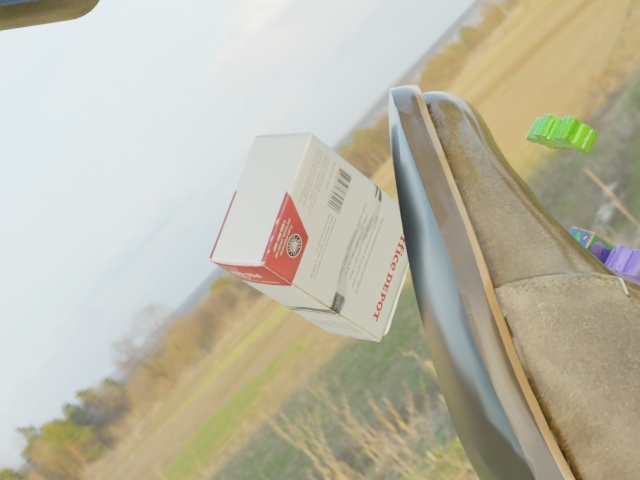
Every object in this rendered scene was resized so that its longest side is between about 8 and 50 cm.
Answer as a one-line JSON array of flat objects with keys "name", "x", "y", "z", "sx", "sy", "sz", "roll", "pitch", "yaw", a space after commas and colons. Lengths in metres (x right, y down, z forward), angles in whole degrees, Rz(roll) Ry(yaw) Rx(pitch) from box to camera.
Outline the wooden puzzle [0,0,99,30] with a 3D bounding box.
[{"name": "wooden puzzle", "x": -0.251, "y": -0.204, "z": 0.522, "sx": 0.322, "sy": 0.080, "sz": 0.348, "roll": -14, "pitch": -24, "yaw": -22}]

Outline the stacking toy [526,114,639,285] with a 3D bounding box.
[{"name": "stacking toy", "x": 0.174, "y": 0.012, "z": 0.648, "sx": 0.167, "sy": 0.052, "sz": 0.221, "roll": -62, "pitch": 28, "yaw": -1}]

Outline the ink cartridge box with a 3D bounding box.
[{"name": "ink cartridge box", "x": 0.000, "y": 0.000, "z": 0.712, "sx": 0.056, "sy": 0.135, "sz": 0.099, "roll": 3, "pitch": 66, "yaw": 43}]

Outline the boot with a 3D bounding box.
[{"name": "boot", "x": 0.107, "y": 0.058, "z": 0.353, "sx": 0.115, "sy": 0.305, "sz": 0.112, "roll": -21, "pitch": -32, "yaw": -2}]
